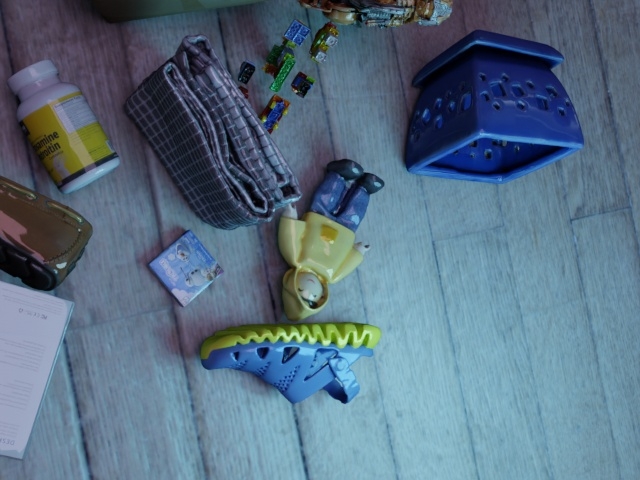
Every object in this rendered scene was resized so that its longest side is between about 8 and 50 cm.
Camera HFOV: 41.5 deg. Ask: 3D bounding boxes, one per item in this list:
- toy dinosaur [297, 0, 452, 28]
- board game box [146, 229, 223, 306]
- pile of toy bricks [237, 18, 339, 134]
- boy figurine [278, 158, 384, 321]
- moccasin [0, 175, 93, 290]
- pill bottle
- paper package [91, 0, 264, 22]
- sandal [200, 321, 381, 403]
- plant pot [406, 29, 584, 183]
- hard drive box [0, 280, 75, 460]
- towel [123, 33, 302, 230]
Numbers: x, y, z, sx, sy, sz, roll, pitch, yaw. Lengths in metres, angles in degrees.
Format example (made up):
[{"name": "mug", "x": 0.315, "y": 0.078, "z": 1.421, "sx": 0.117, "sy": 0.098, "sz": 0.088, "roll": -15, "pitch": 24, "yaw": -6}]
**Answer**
[{"name": "toy dinosaur", "x": 0.052, "y": -0.425, "z": 1.407, "sx": 0.321, "sy": 0.218, "sz": 0.164, "roll": 24, "pitch": 117, "yaw": -14}, {"name": "board game box", "x": -0.218, "y": 0.045, "z": 1.364, "sx": 0.090, "sy": 0.020, "sz": 0.090, "roll": -43, "pitch": 103, "yaw": -21}, {"name": "pile of toy bricks", "x": -0.068, "y": -0.295, "z": 1.422, "sx": 0.118, "sy": 0.105, "sz": 0.212, "roll": 27, "pitch": 114, "yaw": -22}, {"name": "boy figurine", "x": 0.000, "y": 0.000, "z": 1.436, "sx": 0.177, "sy": 0.092, "sz": 0.285, "roll": 34, "pitch": 68, "yaw": -22}, {"name": "moccasin", "x": -0.498, "y": -0.081, "z": 1.175, "sx": 0.380, "sy": 0.139, "sz": 0.147, "roll": 29, "pitch": 55, "yaw": -11}, {"name": "pill bottle", "x": -0.386, "y": -0.170, "z": 1.258, "sx": 0.103, "sy": 0.103, "sz": 0.184, "roll": -33, "pitch": 99, "yaw": -25}, {"name": "paper package", "x": -0.212, "y": -0.513, "z": 1.278, "sx": 0.324, "sy": 0.168, "sz": 0.310, "roll": -9, "pitch": 87, "yaw": 0}, {"name": "sandal", "x": -0.042, "y": 0.202, "z": 1.381, "sx": 0.317, "sy": 0.126, "sz": 0.138, "roll": 3, "pitch": 88, "yaw": -24}, {"name": "plant pot", "x": 0.304, "y": -0.241, "z": 1.532, "sx": 0.236, "sy": 0.236, "sz": 0.212, "roll": 4, "pitch": 76, "yaw": -26}, {"name": "hard drive box", "x": -0.474, "y": 0.173, "z": 1.190, "sx": 0.181, "sy": 0.089, "sz": 0.232, "roll": 20, "pitch": 76, "yaw": -22}, {"name": "towel", "x": -0.172, "y": -0.150, "z": 1.289, "sx": 0.121, "sy": 0.235, "sz": 0.284, "roll": -35, "pitch": 100, "yaw": -18}]
